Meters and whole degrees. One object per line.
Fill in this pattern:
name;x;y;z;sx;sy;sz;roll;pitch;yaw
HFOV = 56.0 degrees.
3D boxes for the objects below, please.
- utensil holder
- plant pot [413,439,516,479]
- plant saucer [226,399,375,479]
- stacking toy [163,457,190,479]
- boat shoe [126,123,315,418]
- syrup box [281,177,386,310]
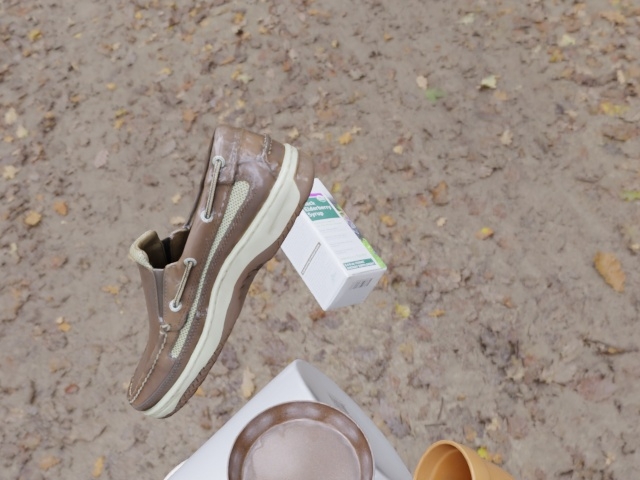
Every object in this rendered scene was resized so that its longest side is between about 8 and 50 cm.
utensil holder;-0.074;0.444;1.016;0.385;0.327;0.327;-44;55;2
plant pot;0.405;0.709;1.633;0.203;0.291;0.291;19;51;-20
plant saucer;-0.022;0.262;0.688;0.168;0.029;0.168;1;41;-1
stacking toy;-0.262;0.715;1.446;0.350;0.480;0.351;2;77;-7
boat shoe;-0.107;0.024;0.482;0.258;0.095;0.095;-60;21;12
syrup box;0.000;0.000;1.056;0.093;0.096;0.237;-7;50;-40
